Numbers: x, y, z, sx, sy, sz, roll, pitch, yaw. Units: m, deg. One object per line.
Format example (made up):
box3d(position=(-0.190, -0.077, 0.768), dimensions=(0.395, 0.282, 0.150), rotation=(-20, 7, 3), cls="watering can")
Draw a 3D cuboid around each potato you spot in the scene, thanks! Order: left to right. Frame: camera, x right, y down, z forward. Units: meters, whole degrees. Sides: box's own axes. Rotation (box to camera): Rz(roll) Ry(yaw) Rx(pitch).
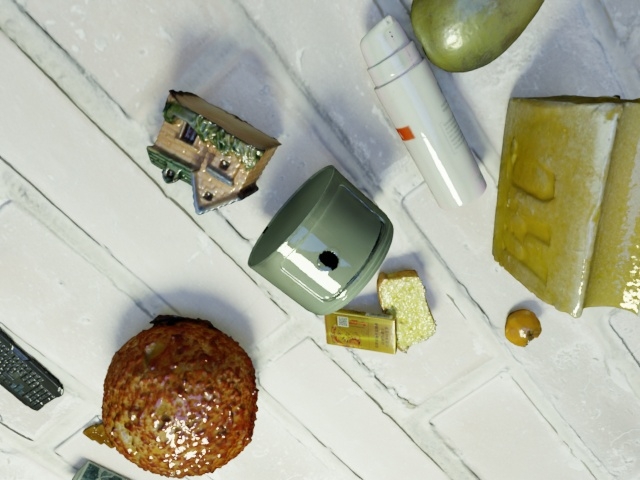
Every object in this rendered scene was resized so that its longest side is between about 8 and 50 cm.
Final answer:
box3d(position=(0.263, -0.389, 0.681), dimensions=(0.251, 0.159, 0.174), rotation=(-37, 136, 14), cls="potato")

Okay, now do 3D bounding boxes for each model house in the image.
box3d(position=(-0.194, -0.134, 0.741), dimensions=(0.183, 0.166, 0.172), rotation=(32, 109, -2), cls="model house")

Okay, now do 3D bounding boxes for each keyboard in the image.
box3d(position=(-0.675, 0.262, 0.925), dimensions=(0.106, 0.016, 0.262), rotation=(-33, 109, 8), cls="keyboard")

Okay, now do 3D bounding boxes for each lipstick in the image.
box3d(position=(-0.469, 0.642, 1.048), dimensions=(0.289, 0.077, 0.076), rotation=(35, 105, -14), cls="lipstick")

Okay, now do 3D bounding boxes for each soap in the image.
box3d(position=(0.425, -0.073, 0.734), dimensions=(0.156, 0.293, 0.335), rotation=(-2, 112, 0), cls="soap")

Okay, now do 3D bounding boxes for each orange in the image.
box3d(position=(0.448, 0.195, 0.956), dimensions=(0.086, 0.062, 0.086), rotation=(-1, 108, -2), cls="orange")

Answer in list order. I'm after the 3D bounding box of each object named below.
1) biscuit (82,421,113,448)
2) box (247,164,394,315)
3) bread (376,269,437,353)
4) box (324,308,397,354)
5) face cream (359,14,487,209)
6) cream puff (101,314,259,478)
box3d(position=(-0.506, 0.452, 1.008), dimensions=(0.092, 0.016, 0.082), rotation=(10, 114, -7), cls="biscuit")
box3d(position=(0.000, 0.000, 0.764), dimensions=(0.149, 0.226, 0.226), rotation=(39, 103, -16), cls="box")
box3d(position=(0.181, 0.144, 0.917), dimensions=(0.103, 0.065, 0.187), rotation=(-21, 107, 6), cls="bread")
box3d(position=(0.084, 0.191, 0.919), dimensions=(0.156, 0.022, 0.089), rotation=(2, 111, 22), cls="box")
box3d(position=(0.179, -0.217, 0.763), dimensions=(0.102, 0.102, 0.345), rotation=(-32, 108, 8), cls="face cream")
box3d(position=(-0.282, 0.335, 0.872), dimensions=(0.350, 0.229, 0.350), rotation=(-1, 112, -2), cls="cream puff")
